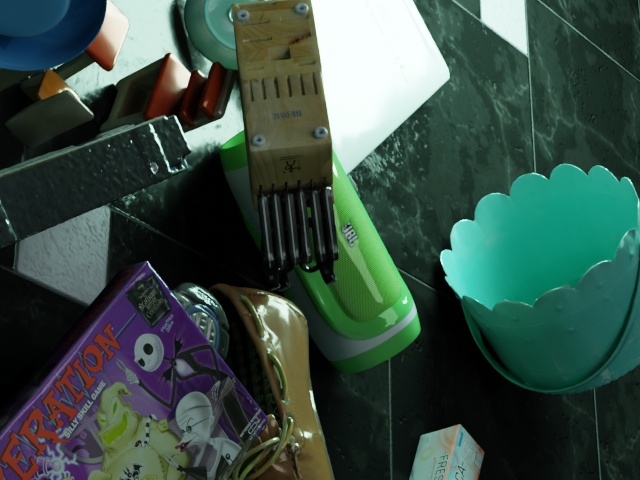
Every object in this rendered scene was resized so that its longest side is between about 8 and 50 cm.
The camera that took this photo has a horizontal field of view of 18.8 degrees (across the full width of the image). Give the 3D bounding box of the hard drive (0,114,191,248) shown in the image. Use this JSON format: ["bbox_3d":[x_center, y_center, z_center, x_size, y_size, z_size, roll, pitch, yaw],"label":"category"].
[{"bbox_3d":[-0.295,-0.019,1.712,0.339,0.237,0.064,-26,95,-55],"label":"hard drive"}]

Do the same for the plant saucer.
[{"bbox_3d":[-0.099,-0.258,2.249,0.119,0.021,0.119,7,73,-22],"label":"plant saucer"}]

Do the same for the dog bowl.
[{"bbox_3d":[-0.341,-0.262,1.787,0.297,0.166,0.074,15,40,-12],"label":"dog bowl"}]

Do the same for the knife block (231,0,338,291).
[{"bbox_3d":[-0.037,-0.091,2.091,0.242,0.088,0.275,91,-8,-60],"label":"knife block"}]

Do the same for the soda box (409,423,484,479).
[{"bbox_3d":[0.140,0.308,2.302,0.058,0.063,0.183,49,38,-27],"label":"soda box"}]

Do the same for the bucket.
[{"bbox_3d":[0.312,0.054,2.494,0.183,0.281,0.281,59,35,-30],"label":"bucket"}]

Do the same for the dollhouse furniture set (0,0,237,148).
[{"bbox_3d":[-0.222,-0.213,2.001,0.259,0.135,0.262,45,41,-32],"label":"dollhouse furniture set"}]

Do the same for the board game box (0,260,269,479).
[{"bbox_3d":[-0.198,0.206,1.720,0.208,0.056,0.347,51,50,-18],"label":"board game box"}]

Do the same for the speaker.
[{"bbox_3d":[0.000,0.000,2.211,0.296,0.131,0.131,61,35,-12],"label":"speaker"}]

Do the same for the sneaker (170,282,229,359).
[{"bbox_3d":[-0.181,0.186,1.884,0.111,0.129,0.297,34,65,-44],"label":"sneaker"}]

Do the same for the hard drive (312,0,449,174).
[{"bbox_3d":[0.033,-0.239,2.449,0.233,0.047,0.353,62,34,-11],"label":"hard drive"}]

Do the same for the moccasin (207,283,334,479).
[{"bbox_3d":[-0.064,0.220,1.996,0.147,0.139,0.380,24,54,-46],"label":"moccasin"}]
